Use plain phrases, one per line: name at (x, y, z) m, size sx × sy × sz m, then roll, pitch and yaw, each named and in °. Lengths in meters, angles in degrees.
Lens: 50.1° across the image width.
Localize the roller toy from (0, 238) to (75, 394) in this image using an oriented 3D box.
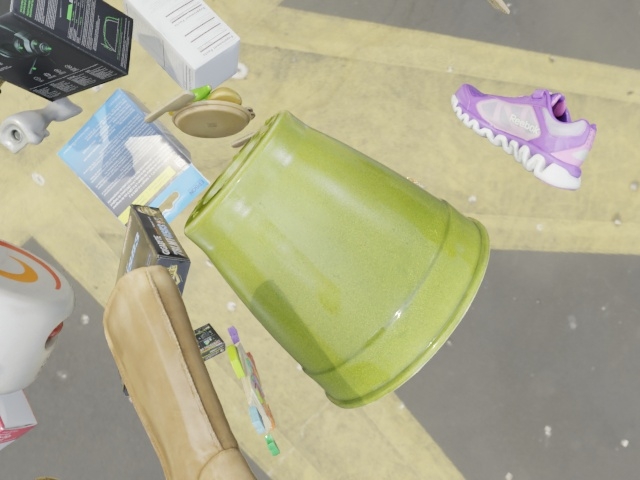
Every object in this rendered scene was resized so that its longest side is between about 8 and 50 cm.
roller toy at (-0.411, 0.092, 0.830) m, size 0.191 × 0.209 × 0.146 m, roll 20°, pitch 102°, yaw -57°

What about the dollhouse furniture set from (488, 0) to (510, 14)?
dollhouse furniture set at (0.420, -0.562, 1.325) m, size 0.135 × 0.259 × 0.262 m, roll 41°, pitch 108°, yaw -17°

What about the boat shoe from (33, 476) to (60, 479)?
boat shoe at (-0.394, 0.504, 1.060) m, size 0.096 × 0.277 × 0.098 m, roll -48°, pitch 149°, yaw 8°

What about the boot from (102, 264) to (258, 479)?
boot at (-0.137, 0.196, 0.659) m, size 0.089 × 0.270 × 0.236 m, roll -9°, pitch 146°, yaw -40°

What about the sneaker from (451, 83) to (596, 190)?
sneaker at (0.285, -0.168, 0.948) m, size 0.095 × 0.236 × 0.105 m, roll 1°, pitch 124°, yaw -43°

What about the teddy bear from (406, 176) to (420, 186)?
teddy bear at (0.148, -0.087, 1.860) m, size 0.245 × 0.338 × 0.113 m, roll -31°, pitch 79°, yaw -3°

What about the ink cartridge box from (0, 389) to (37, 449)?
ink cartridge box at (-0.843, 0.410, 1.571) m, size 0.306 × 0.131 × 0.226 m, roll -35°, pitch 76°, yaw 6°

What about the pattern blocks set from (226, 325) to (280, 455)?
pattern blocks set at (-0.157, 0.343, 1.608) m, size 0.026 × 0.325 × 0.285 m, roll -23°, pitch 140°, yaw -3°

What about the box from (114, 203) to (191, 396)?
box at (-0.355, 0.111, 1.373) m, size 0.073 × 0.293 × 0.296 m, roll 8°, pitch 109°, yaw -29°

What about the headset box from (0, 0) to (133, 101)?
headset box at (-0.554, -0.403, 1.319) m, size 0.283 × 0.246 × 0.131 m, roll 21°, pitch 66°, yaw -54°

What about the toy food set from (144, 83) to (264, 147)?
toy food set at (-0.167, -0.199, 1.069) m, size 0.192 × 0.132 × 0.039 m, roll 11°, pitch 68°, yaw -47°

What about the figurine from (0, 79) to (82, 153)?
figurine at (-0.656, -0.313, 1.504) m, size 0.215 × 0.092 × 0.209 m, roll 42°, pitch 37°, yaw -9°

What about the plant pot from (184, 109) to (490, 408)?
plant pot at (0.000, 0.000, 1.041) m, size 0.353 × 0.366 × 0.366 m, roll 40°, pitch 82°, yaw -14°

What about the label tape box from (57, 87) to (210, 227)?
label tape box at (-0.488, -0.194, 1.838) m, size 0.249 × 0.115 × 0.348 m, roll -44°, pitch 90°, yaw 6°

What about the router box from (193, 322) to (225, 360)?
router box at (-0.345, 0.300, 1.952) m, size 0.122 × 0.092 × 0.038 m, roll -25°, pitch 139°, yaw -27°

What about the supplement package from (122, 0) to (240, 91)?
supplement package at (-0.312, -0.462, 1.542) m, size 0.134 × 0.139 × 0.244 m, roll -41°, pitch 82°, yaw -21°
